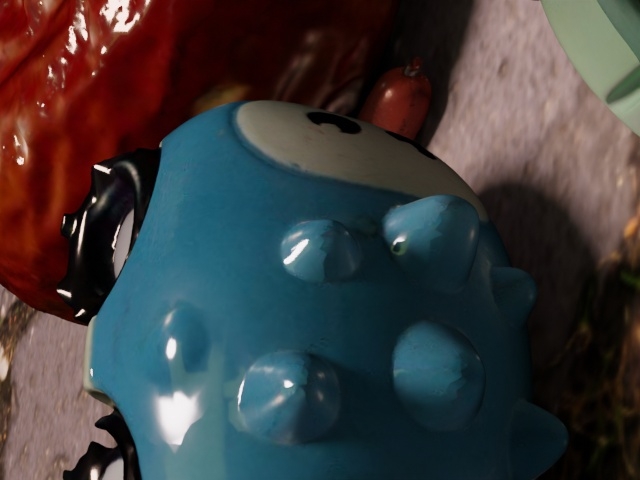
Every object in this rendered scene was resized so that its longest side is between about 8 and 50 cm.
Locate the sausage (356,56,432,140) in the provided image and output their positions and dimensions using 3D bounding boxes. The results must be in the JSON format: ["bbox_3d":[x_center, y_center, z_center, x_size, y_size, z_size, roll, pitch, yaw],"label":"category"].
[{"bbox_3d":[0.000,0.000,1.046,0.253,0.034,0.034,-59,31,38],"label":"sausage"}]

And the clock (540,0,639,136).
[{"bbox_3d":[0.127,-0.087,0.572,0.066,0.211,0.159,136,140,-53],"label":"clock"}]

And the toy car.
[{"bbox_3d":[0.006,0.053,0.827,0.190,0.188,0.255,-33,48,49],"label":"toy car"}]

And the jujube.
[{"bbox_3d":[-0.082,-0.092,1.067,0.318,0.223,0.223,-48,39,45],"label":"jujube"}]
